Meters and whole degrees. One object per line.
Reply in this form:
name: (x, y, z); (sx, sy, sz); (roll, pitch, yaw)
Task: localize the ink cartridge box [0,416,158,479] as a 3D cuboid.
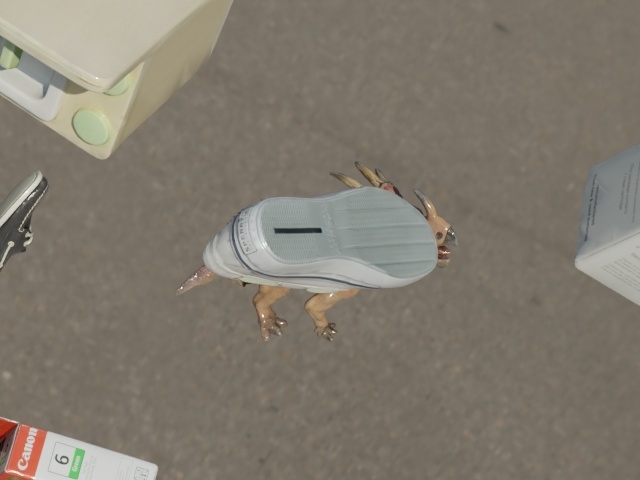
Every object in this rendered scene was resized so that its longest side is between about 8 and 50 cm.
ink cartridge box: (-0.149, 0.120, 0.770); (0.115, 0.063, 0.029); (19, 63, -17)

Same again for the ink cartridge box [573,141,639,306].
ink cartridge box: (0.428, -0.024, 1.394); (0.226, 0.306, 0.131); (31, 54, -24)

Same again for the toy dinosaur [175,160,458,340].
toy dinosaur: (-0.010, -0.001, 1.636); (0.296, 0.200, 0.127); (3, 42, -7)

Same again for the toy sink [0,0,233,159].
toy sink: (-0.190, -0.170, 1.186); (0.153, 0.131, 0.234); (32, 42, 4)

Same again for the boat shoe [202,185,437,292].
boat shoe: (0.000, 0.000, 1.187); (0.226, 0.076, 0.083); (9, 68, -47)

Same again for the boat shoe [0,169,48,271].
boat shoe: (-0.253, -0.001, 1.184); (0.038, 0.125, 0.046); (37, 11, -18)
